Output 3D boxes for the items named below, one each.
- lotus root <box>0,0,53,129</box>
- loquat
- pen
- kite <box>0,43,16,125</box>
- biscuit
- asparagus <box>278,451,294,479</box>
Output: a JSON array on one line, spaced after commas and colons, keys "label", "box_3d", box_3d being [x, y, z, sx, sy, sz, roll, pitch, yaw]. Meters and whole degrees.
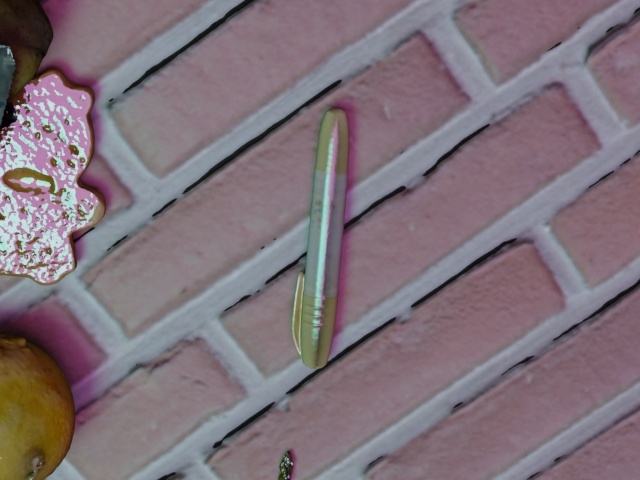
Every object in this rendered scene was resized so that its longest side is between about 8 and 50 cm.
[{"label": "lotus root", "box_3d": [-0.316, -0.189, 1.106, 0.241, 0.124, 0.123, 33, 110, -29]}, {"label": "loquat", "box_3d": [-0.274, 0.144, 1.212, 0.141, 0.141, 0.141, -2, 106, -7]}, {"label": "pen", "box_3d": [0.000, 0.000, 1.259, 0.040, 0.032, 0.234, 8, 104, 15]}, {"label": "kite", "box_3d": [-0.305, -0.064, 1.130, 0.141, 0.015, 0.245, 3, 131, -5]}, {"label": "biscuit", "box_3d": [-0.249, -0.051, 1.214, 0.133, 0.027, 0.184, -5, 105, -3]}, {"label": "asparagus", "box_3d": [-0.040, 0.272, 1.339, 0.016, 0.013, 0.166, 4, 106, -19]}]
